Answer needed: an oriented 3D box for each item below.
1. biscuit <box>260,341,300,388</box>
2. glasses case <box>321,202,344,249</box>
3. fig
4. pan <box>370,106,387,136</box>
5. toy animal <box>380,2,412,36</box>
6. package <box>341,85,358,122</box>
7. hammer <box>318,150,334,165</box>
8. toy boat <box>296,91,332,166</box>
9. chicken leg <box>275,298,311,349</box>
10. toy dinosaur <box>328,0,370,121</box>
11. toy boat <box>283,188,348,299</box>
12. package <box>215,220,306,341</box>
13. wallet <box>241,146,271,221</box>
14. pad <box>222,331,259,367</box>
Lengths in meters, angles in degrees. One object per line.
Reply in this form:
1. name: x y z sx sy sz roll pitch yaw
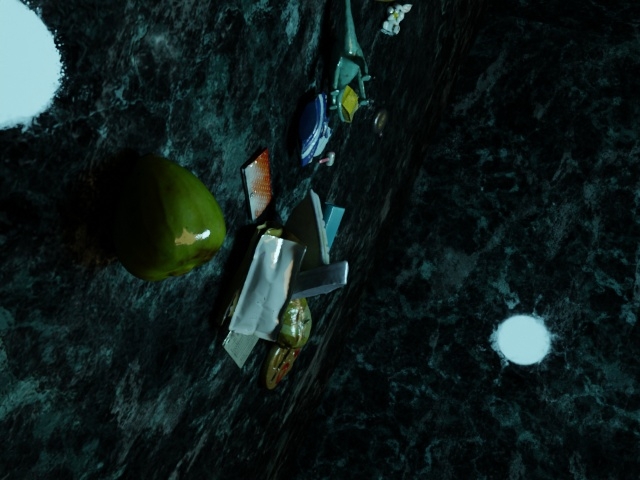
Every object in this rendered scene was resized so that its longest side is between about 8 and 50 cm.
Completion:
1. biscuit: -0.142 0.485 2.090 0.367 0.063 0.314 -52 156 -42
2. glasses case: -0.001 0.000 1.918 0.117 0.070 0.301 4 109 -65
3. fig: -0.284 -0.044 0.884 0.203 0.203 0.225 -23 93 -66
4. pan: 0.263 -0.503 2.122 0.115 0.040 0.212 -60 161 -6
5. toy animal: 0.269 -0.800 1.730 0.085 0.071 0.124 -9 119 -69
6. package: 0.094 -0.468 1.656 0.071 0.047 0.131 -60 163 -14
7. hammer: 0.018 -0.284 1.695 0.083 0.031 0.052 -26 134 -49
8. toy boat: -0.006 -0.354 1.484 0.291 0.070 0.210 -52 158 -59
9. chicken leg: -0.105 0.238 1.806 0.201 0.153 0.429 -61 158 -62
10. toy dinosaur: 0.068 -0.573 1.418 0.383 0.129 0.331 128 -44 -82
11. toy boat: -0.042 0.047 1.440 0.111 0.293 0.276 6 144 -43
12. package: -0.190 0.109 1.411 0.165 0.221 0.311 12 106 -32
13. wallet: -0.169 -0.150 1.314 0.103 0.020 0.196 -55 158 -35
14. pad: -0.259 0.333 1.653 0.159 0.009 0.265 -60 161 -25
